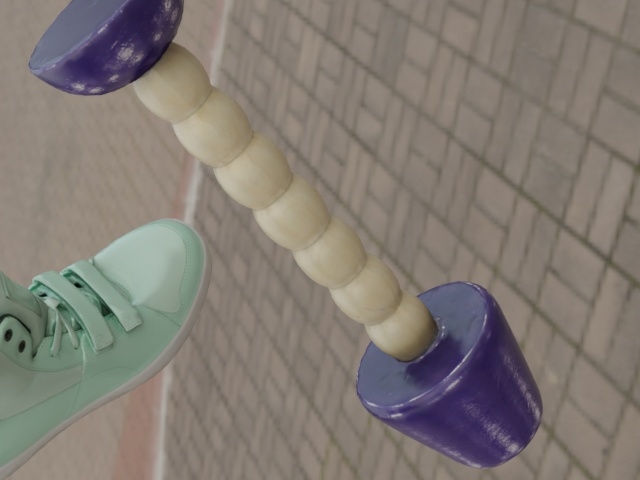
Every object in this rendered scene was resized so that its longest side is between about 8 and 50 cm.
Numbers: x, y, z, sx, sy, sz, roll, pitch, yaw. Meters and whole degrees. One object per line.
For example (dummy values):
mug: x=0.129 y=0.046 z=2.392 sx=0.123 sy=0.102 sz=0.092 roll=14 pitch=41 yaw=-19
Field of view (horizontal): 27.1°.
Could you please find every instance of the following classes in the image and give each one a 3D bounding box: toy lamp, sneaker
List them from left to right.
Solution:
sneaker: x=-0.170 y=0.047 z=0.887 sx=0.094 sy=0.256 sz=0.151 roll=34 pitch=151 yaw=22
toy lamp: x=0.000 y=0.000 z=0.563 sx=0.080 sy=0.275 sz=0.080 roll=-34 pitch=28 yaw=21
